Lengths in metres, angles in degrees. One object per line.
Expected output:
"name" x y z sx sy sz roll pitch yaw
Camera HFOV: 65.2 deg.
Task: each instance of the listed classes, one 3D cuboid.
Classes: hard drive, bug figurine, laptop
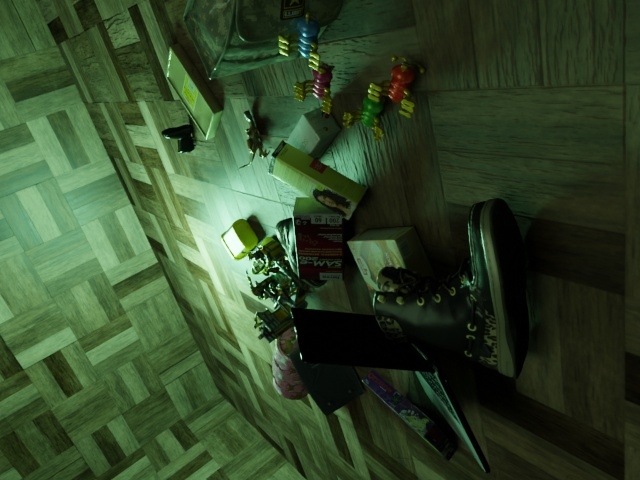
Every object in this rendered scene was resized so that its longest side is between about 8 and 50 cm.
"hard drive" 0.020 0.452 1.717 0.254 0.172 0.054 60 176 -6
"bug figurine" 0.055 -0.307 0.955 0.279 0.072 0.216 29 158 5
"laptop" 0.138 0.324 1.168 0.407 0.236 0.382 63 178 -10

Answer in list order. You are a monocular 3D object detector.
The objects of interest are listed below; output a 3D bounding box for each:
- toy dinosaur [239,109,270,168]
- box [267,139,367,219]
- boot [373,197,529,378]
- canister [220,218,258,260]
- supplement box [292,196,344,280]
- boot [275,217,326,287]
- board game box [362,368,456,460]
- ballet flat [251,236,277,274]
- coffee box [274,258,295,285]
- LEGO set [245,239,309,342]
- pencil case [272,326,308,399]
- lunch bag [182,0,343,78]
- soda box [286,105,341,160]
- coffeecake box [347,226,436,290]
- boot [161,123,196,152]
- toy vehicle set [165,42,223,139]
"toy dinosaur" -0.196 -0.278 1.479 0.112 0.064 0.211 -122 31 -44
"box" -0.010 -0.143 1.195 0.232 0.058 0.087 30 152 4
"boot" 0.239 0.090 0.965 0.284 0.138 0.377 6 130 36
"canister" -0.306 -0.003 1.896 0.126 0.073 0.170 58 151 2
"supplement box" 0.000 0.000 1.329 0.073 0.130 0.239 -84 -7 -47
"boot" -0.028 0.024 1.458 0.236 0.085 0.179 59 149 -3
"board game box" 0.247 0.476 1.347 0.208 0.056 0.347 31 166 36
"ballet flat" -0.205 0.066 1.792 0.077 0.077 0.231 53 151 13
"coffee box" -0.122 0.141 1.768 0.113 0.040 0.184 51 151 14
"LEGO set" -0.173 0.179 1.639 0.255 0.192 0.331 48 149 16
"pencil case" -0.094 0.474 1.923 0.167 0.160 0.386 42 147 23
"lunch bag" -0.100 -0.451 0.946 0.287 0.235 0.168 -23 91 63
"soda box" -0.033 -0.235 1.227 0.073 0.069 0.216 57 153 5
"coffeecake box" 0.164 0.047 1.181 0.185 0.068 0.142 -3 116 59
"boot" -0.519 -0.367 1.841 0.045 0.121 0.099 41 141 35
"toy vehicle set" -0.418 -0.484 1.646 0.266 0.035 0.166 57 152 4
